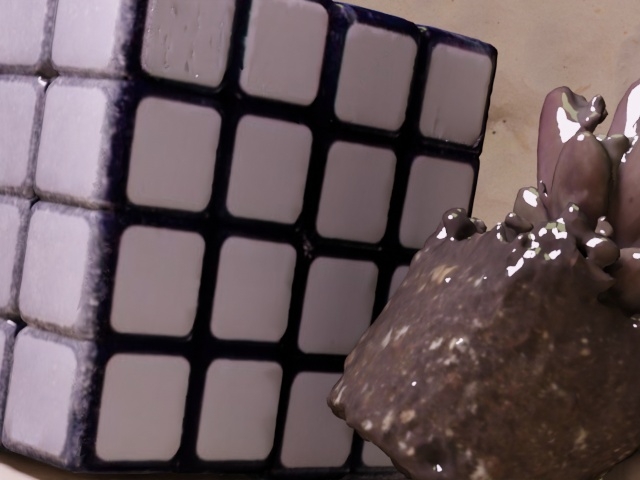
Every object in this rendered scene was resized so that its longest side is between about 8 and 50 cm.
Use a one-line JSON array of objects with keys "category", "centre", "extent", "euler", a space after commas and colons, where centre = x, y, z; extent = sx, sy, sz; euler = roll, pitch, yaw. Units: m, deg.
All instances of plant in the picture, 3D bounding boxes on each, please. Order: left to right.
[{"category": "plant", "centre": [0.163, 0.036, 1.052], "extent": [0.181, 0.320, 0.194], "euler": [42, -5, -21]}]

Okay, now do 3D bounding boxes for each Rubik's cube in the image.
[{"category": "Rubik's cube", "centre": [-0.120, -0.021, 1.231], "extent": [0.337, 0.344, 0.344], "euler": [6, 2, -41]}]

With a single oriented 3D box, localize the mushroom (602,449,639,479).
[{"category": "mushroom", "centre": [0.256, 0.155, 1.067], "extent": [0.128, 0.128, 0.350], "euler": [8, 6, -5]}]
